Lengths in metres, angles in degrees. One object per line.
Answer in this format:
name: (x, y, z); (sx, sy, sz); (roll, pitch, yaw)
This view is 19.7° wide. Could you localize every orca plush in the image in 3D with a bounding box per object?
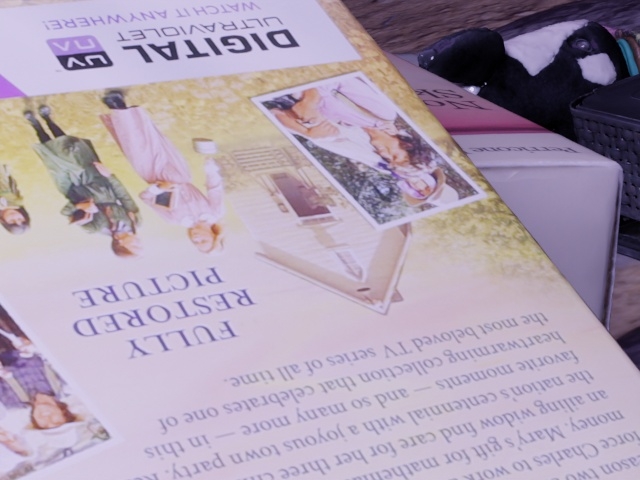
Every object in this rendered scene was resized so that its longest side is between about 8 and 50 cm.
orca plush: (0.077, -0.026, 1.009); (0.287, 0.151, 0.102); (-22, 50, -34)

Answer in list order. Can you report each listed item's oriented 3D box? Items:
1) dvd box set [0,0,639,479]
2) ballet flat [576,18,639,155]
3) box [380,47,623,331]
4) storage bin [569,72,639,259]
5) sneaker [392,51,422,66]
dvd box set: (-0.065, 0.046, 0.482); (0.308, 0.062, 0.420); (-11, 48, -31)
ballet flat: (0.212, -0.101, 1.205); (0.079, 0.076, 0.221); (4, 14, -9)
box: (0.000, 0.000, 0.769); (0.149, 0.126, 0.232); (-3, 18, -23)
storage bin: (0.240, -0.055, 0.995); (0.180, 0.084, 0.122); (-21, 18, -19)
sneaker: (0.042, -0.090, 1.277); (0.121, 0.099, 0.262); (-17, 23, -37)
